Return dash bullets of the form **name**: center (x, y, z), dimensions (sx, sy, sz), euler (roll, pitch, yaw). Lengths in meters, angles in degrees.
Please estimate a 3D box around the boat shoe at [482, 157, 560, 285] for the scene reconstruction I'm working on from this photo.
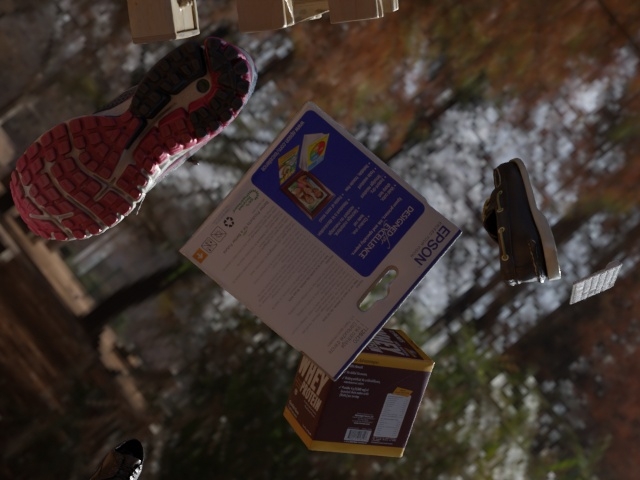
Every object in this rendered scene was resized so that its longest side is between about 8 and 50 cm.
- **boat shoe**: center (0.227, -0.026, 1.622), dimensions (0.227, 0.069, 0.081), euler (-98, 173, -58)

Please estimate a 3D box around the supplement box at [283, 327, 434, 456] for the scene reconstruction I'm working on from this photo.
- **supplement box**: center (0.065, 0.261, 2.414), dimensions (0.191, 0.194, 0.129), euler (9, 18, -27)

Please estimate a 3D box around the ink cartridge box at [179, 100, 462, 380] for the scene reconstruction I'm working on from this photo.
- **ink cartridge box**: center (0.000, 0.000, 2.074), dimensions (0.307, 0.303, 0.072), euler (41, 1, -5)

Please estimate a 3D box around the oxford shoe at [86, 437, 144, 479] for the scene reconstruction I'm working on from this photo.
- **oxford shoe**: center (-0.358, 0.414, 2.362), dimensions (0.083, 0.096, 0.227), euler (33, 25, -13)

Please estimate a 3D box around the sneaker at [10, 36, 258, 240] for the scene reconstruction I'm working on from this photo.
- **sneaker**: center (-0.189, -0.099, 1.438), dimensions (0.120, 0.299, 0.112), euler (59, 9, -1)

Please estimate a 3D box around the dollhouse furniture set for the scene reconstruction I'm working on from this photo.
- **dollhouse furniture set**: center (-0.091, -0.449, 2.068), dimensions (0.362, 0.394, 0.256), euler (-54, 138, -75)

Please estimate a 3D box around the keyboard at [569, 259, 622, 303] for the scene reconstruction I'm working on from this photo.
- **keyboard**: center (0.396, 0.064, 1.980), dimensions (0.014, 0.072, 0.256), euler (62, 4, 12)
